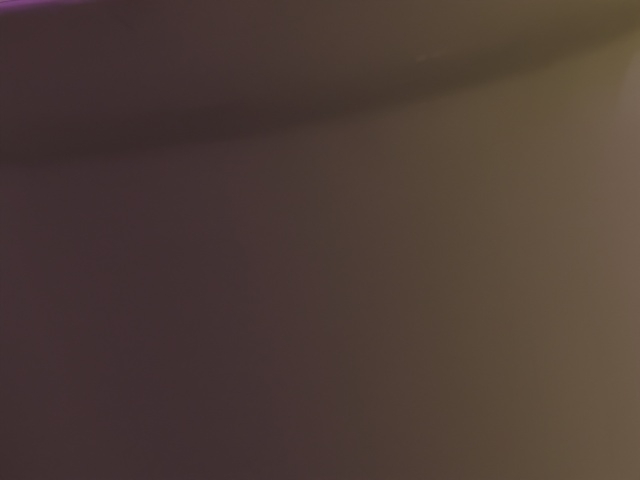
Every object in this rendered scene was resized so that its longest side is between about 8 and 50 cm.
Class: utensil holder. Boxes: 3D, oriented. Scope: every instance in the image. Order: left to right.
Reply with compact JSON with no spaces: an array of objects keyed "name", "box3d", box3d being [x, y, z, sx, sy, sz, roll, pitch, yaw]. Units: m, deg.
[{"name":"utensil holder","box3d":[0.019,0.058,0.548,0.327,0.327,0.385,-83,162,-68]}]
